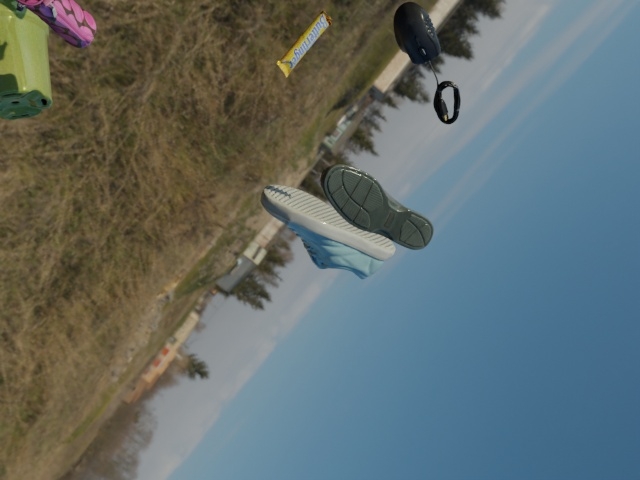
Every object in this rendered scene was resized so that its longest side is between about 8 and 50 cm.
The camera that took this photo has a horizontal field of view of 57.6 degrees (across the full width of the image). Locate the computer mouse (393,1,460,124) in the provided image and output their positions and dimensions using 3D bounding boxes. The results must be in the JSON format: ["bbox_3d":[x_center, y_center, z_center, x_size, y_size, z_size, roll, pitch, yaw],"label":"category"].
[{"bbox_3d":[0.198,-0.316,1.061,0.071,0.242,0.041,-19,-152,25],"label":"computer mouse"}]

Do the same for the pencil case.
[{"bbox_3d":[-0.539,-0.471,1.196,0.095,0.098,0.209,-57,174,1],"label":"pencil case"}]

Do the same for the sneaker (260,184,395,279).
[{"bbox_3d":[0.000,0.000,1.400,0.150,0.366,0.135,-55,-159,22],"label":"sneaker"}]

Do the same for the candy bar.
[{"bbox_3d":[-0.034,-0.420,1.238,0.161,0.040,0.018,-51,-138,-5],"label":"candy bar"}]

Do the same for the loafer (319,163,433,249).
[{"bbox_3d":[0.098,-0.062,1.119,0.096,0.267,0.084,-58,-153,3],"label":"loafer"}]

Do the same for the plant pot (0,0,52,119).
[{"bbox_3d":[-0.832,-0.470,1.538,0.276,0.253,0.276,-15,174,-2],"label":"plant pot"}]
